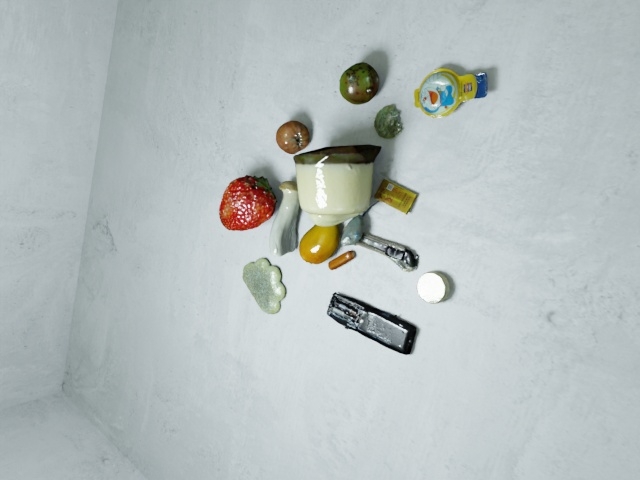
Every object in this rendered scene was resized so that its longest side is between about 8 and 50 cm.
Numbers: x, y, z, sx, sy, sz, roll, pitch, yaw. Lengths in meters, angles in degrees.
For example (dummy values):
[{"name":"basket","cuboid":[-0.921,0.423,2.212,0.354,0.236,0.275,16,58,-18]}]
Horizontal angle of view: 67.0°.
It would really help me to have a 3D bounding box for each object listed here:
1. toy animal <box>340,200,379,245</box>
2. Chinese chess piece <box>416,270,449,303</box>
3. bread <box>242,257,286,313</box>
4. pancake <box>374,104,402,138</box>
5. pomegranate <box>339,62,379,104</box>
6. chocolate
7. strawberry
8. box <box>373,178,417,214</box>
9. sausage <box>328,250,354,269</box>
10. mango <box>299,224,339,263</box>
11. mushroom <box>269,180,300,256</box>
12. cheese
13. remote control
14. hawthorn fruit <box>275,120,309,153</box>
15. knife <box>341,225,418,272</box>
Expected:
[{"name":"toy animal","cuboid":[0.169,-0.078,1.939,0.079,0.070,0.253,40,88,13]},{"name":"Chinese chess piece","cuboid":[0.419,0.174,1.797,0.122,0.051,0.122,2,93,37]},{"name":"bread","cuboid":[-0.260,0.197,2.276,0.287,0.056,0.207,51,120,20]},{"name":"pancake","cuboid":[0.262,-0.460,1.887,0.116,0.022,0.130,-10,87,38]},{"name":"pomegranate","cuboid":[0.142,-0.619,1.896,0.205,0.159,0.159,43,118,53]},{"name":"chocolate","cuboid":[0.071,-0.212,1.877,0.325,0.314,0.297,-7,97,33]},{"name":"strawberry","cuboid":[-0.336,-0.155,2.183,0.288,0.250,0.239,-41,67,12]},{"name":"box","cuboid":[0.290,-0.171,1.874,0.156,0.022,0.089,30,94,29]},{"name":"sausage","cuboid":[0.088,0.083,2.029,0.131,0.041,0.039,-33,53,31]},{"name":"mango","cuboid":[0.002,0.006,2.039,0.221,0.120,0.152,-44,67,20]},{"name":"mushroom","cuboid":[-0.148,-0.096,2.122,0.122,0.159,0.329,10,97,-6]},{"name":"cheese","cuboid":[0.457,-0.530,1.716,0.270,0.069,0.177,-1,92,35]},{"name":"remote control","cuboid":[0.195,0.328,1.956,0.398,0.062,0.145,20,103,33]},{"name":"hawthorn fruit","cuboid":[-0.141,-0.454,2.097,0.189,0.149,0.149,22,105,28]},{"name":"knife","cuboid":[0.223,0.027,1.931,0.365,0.043,0.089,24,101,33]}]
